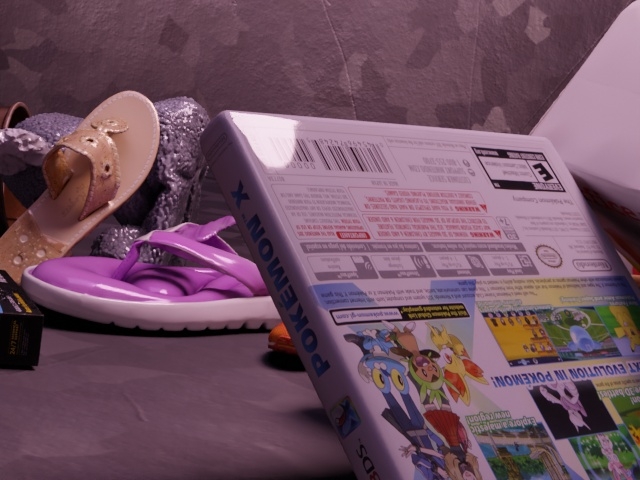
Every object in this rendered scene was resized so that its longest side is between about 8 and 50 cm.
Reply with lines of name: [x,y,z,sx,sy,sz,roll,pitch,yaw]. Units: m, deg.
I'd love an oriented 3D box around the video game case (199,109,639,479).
video game case: [0.108,0.050,0.922,0.329,0.036,0.300,0,54,-44]

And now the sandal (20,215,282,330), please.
sandal: [-0.097,0.024,1.395,0.416,0.102,0.169,4,8,-37]

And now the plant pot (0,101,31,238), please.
plant pot: [-0.426,-0.077,1.657,0.165,0.167,0.167,0,7,2]

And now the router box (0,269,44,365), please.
router box: [-0.303,0.055,1.139,0.133,0.046,0.179,5,8,-23]

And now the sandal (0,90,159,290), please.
sandal: [-0.234,-0.060,1.390,0.088,0.240,0.079,32,-18,7]

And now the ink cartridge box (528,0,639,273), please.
ink cartridge box: [0.378,0.007,1.119,0.384,0.160,0.279,41,-5,-28]

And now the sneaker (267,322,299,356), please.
sneaker: [-0.001,0.070,1.291,0.064,0.067,0.175,12,10,17]

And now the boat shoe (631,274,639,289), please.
boat shoe: [0.343,0.096,1.397,0.285,0.105,0.089,17,-1,-20]

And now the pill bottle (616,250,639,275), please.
pill bottle: [0.542,0.026,1.614,0.407,0.229,0.229,14,9,40]

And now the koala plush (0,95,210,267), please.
koala plush: [-0.243,-0.075,1.534,0.221,0.203,0.196,15,7,4]
